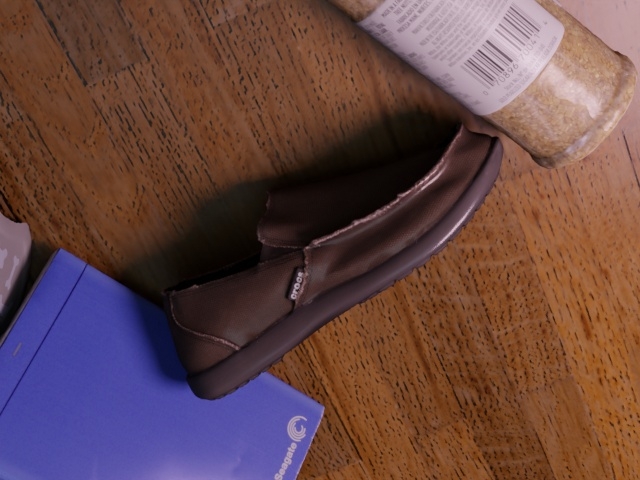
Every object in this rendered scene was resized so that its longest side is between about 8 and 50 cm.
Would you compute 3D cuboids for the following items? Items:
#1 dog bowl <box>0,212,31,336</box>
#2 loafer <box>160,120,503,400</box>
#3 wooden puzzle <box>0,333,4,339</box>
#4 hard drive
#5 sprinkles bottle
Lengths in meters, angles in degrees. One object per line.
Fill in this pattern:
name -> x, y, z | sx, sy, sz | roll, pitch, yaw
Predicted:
dog bowl -> -0.445, 0.016, 0.850 | 0.348, 0.102, 0.349 | -2, 115, -5
loafer -> 0.000, 0.000, 0.860 | 0.366, 0.134, 0.130 | -37, 94, 6
wooden puzzle -> -0.290, 0.118, 0.949 | 0.078, 0.014, 0.116 | 13, 115, -39
hard drive -> -0.167, 0.179, 0.913 | 0.318, 0.040, 0.210 | 34, 64, -19
sprinkles bottle -> 0.095, -0.199, 0.780 | 0.355, 0.121, 0.121 | 33, 109, -19
